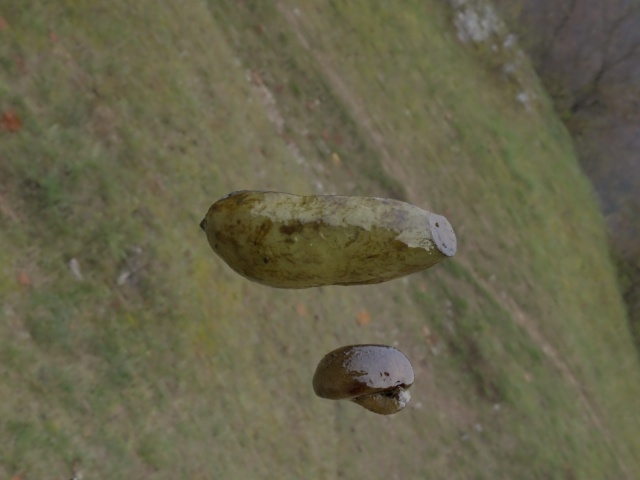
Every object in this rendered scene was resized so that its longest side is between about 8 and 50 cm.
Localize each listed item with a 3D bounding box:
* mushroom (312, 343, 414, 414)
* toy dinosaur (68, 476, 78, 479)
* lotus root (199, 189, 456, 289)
[{"bbox_3d":[0.049,0.167,1.412,0.127,0.127,0.087,19,66,-68],"label":"mushroom"},{"bbox_3d":[-0.348,0.382,1.406,0.072,0.200,0.251,-53,138,-70],"label":"toy dinosaur"},{"bbox_3d":[0.000,0.000,1.148,0.110,0.258,0.097,23,70,-65],"label":"lotus root"}]
